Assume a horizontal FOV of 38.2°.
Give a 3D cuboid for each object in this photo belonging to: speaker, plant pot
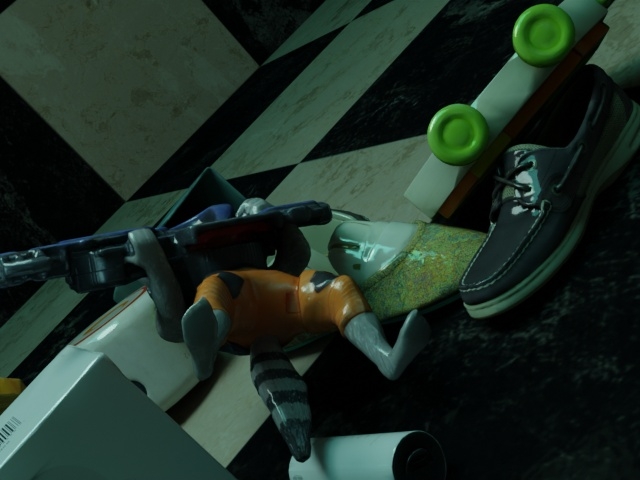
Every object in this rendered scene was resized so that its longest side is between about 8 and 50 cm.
[{"bbox_3d":[0.035,0.181,0.731,0.136,0.055,0.055,-20,28,50],"label":"speaker"},{"bbox_3d":[-0.202,0.044,1.402,0.234,0.165,0.166,-37,17,43],"label":"plant pot"}]

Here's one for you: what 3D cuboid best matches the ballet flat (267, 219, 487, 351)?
[{"bbox_3d":[0.025,0.038,0.989,0.348,0.123,0.123,-23,26,46],"label":"ballet flat"}]

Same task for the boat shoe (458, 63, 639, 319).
[{"bbox_3d":[0.202,-0.051,0.849,0.285,0.092,0.103,-49,17,-23],"label":"boat shoe"}]

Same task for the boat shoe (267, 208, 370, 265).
[{"bbox_3d":[0.000,0.000,1.189,0.068,0.081,0.227,-19,3,-37],"label":"boat shoe"}]

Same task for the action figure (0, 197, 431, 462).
[{"bbox_3d":[-0.112,0.068,0.835,0.341,0.179,0.330,-10,12,-22],"label":"action figure"}]

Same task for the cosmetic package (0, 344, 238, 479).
[{"bbox_3d":[-0.201,0.249,0.796,0.224,0.225,0.138,-49,18,-21],"label":"cosmetic package"}]

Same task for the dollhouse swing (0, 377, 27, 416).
[{"bbox_3d":[-0.624,0.385,1.440,0.347,0.305,0.315,105,169,-65],"label":"dollhouse swing"}]

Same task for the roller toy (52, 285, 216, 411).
[{"bbox_3d":[-0.241,0.160,1.222,0.191,0.146,0.209,-39,10,-21],"label":"roller toy"}]

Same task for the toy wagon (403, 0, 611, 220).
[{"bbox_3d":[0.213,-0.164,0.953,0.344,0.068,0.267,-49,-7,6],"label":"toy wagon"}]
